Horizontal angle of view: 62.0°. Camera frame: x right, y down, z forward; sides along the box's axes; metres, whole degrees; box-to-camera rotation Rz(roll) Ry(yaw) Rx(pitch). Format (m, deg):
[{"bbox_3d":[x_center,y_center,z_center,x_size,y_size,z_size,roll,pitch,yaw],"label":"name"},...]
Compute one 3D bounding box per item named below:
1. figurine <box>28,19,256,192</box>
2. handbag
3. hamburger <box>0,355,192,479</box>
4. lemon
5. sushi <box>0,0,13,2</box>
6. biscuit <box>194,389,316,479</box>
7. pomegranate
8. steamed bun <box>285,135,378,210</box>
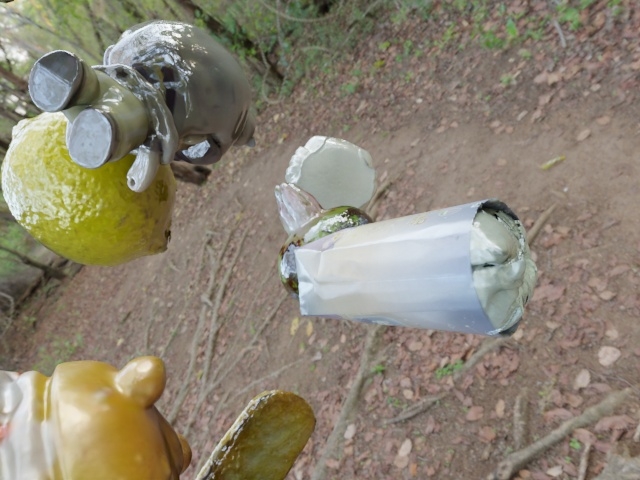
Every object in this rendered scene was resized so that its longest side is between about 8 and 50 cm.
[{"bbox_3d":[-0.230,-0.196,0.738,0.203,0.248,0.380,-57,0,23],"label":"figurine"},{"bbox_3d":[0.078,0.024,0.394,0.173,0.117,0.095,-7,93,39],"label":"handbag"},{"bbox_3d":[-0.252,0.255,0.556,0.236,0.277,0.276,-17,15,-21],"label":"hamburger"},{"bbox_3d":[-0.375,-0.085,0.893,0.253,0.310,0.253,-38,20,16],"label":"lemon"},{"bbox_3d":[-0.367,-0.275,0.477,0.115,0.212,0.147,-29,-44,-74],"label":"sushi"},{"bbox_3d":[-0.101,0.319,0.758,0.247,0.118,0.029,-55,26,3],"label":"biscuit"},{"bbox_3d":[0.003,0.007,0.656,0.138,0.126,0.163,-35,61,-8],"label":"pomegranate"},{"bbox_3d":[0.020,-0.116,1.054,0.183,0.182,0.106,-55,8,5],"label":"steamed bun"}]
